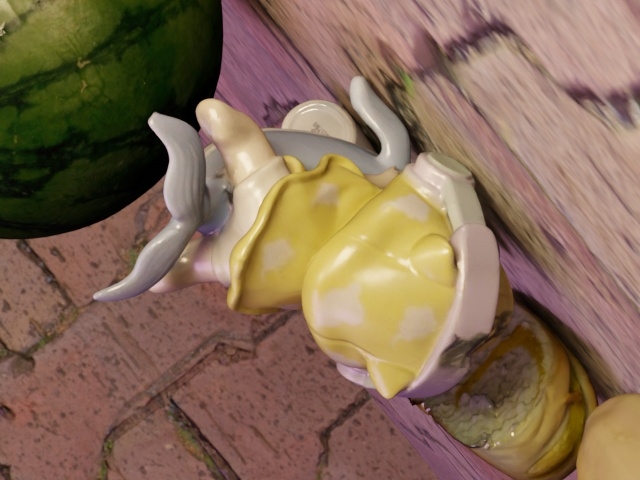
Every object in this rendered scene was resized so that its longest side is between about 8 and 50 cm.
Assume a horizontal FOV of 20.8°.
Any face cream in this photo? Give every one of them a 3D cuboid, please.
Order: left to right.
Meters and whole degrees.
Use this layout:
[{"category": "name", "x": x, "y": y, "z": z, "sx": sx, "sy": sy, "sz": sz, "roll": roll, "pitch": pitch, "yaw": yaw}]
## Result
[{"category": "face cream", "x": 0.021, "y": -0.023, "z": 1.042, "sx": 0.072, "sy": 0.051, "sz": 0.182, "roll": 44, "pitch": 174, "yaw": 27}]

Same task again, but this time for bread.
[{"category": "bread", "x": 0.104, "y": 0.088, "z": 0.938, "sx": 0.094, "sy": 0.083, "sz": 0.157, "roll": 48, "pitch": 177, "yaw": -2}]

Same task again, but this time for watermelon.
[{"category": "watermelon", "x": -0.173, "y": -0.120, "z": 0.971, "sx": 0.242, "sy": 0.242, "sz": 0.242, "roll": 50, "pitch": 175, "yaw": 6}]

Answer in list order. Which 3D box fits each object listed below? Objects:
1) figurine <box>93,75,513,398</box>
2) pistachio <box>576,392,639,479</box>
[{"category": "figurine", "x": 0.000, "y": 0.000, "z": 0.835, "sx": 0.208, "sy": 0.128, "sz": 0.184, "roll": 4, "pitch": -154, "yaw": -34}, {"category": "pistachio", "x": 0.161, "y": 0.135, "z": 0.631, "sx": 0.206, "sy": 0.131, "sz": 0.129, "roll": -128, "pitch": 46, "yaw": -55}]
